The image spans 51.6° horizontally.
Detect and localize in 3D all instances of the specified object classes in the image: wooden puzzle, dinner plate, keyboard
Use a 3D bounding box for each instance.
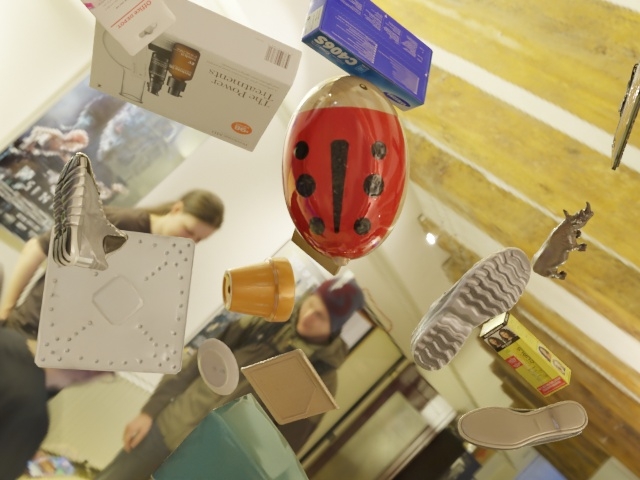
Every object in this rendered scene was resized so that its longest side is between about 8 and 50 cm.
[{"bbox_3d":[-0.088,0.425,1.928,0.221,0.238,0.044,59,32,-16],"label":"wooden puzzle"},{"bbox_3d":[-0.250,0.304,1.582,0.141,0.141,0.017,44,33,21],"label":"dinner plate"},{"bbox_3d":[0.800,-0.349,1.699,0.033,0.202,0.317,11,-40,13],"label":"keyboard"}]

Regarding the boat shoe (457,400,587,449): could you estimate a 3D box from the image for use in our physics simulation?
[{"bbox_3d":[0.505,0.477,1.673,0.096,0.335,0.112,95,-12,-55],"label":"boat shoe"}]

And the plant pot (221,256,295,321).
[{"bbox_3d":[-0.201,0.152,2.059,0.187,0.205,0.205,2,14,-23],"label":"plant pot"}]

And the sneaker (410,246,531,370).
[{"bbox_3d":[0.264,0.110,1.233,0.105,0.281,0.115,46,4,-14],"label":"sneaker"}]

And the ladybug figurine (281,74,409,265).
[{"bbox_3d":[0.053,-0.164,1.529,0.162,0.304,0.450,-13,101,-82],"label":"ladybug figurine"}]

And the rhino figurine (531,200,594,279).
[{"bbox_3d":[0.614,0.001,1.665,0.073,0.106,0.243,-114,-148,-44],"label":"rhino figurine"}]

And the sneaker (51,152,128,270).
[{"bbox_3d":[-0.420,-0.044,1.232,0.132,0.086,0.229,22,54,-43],"label":"sneaker"}]

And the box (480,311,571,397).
[{"bbox_3d":[0.516,0.286,1.668,0.232,0.087,0.058,43,37,-5],"label":"box"}]

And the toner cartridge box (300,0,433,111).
[{"bbox_3d":[0.120,-0.465,1.581,0.347,0.165,0.075,26,-22,-34],"label":"toner cartridge box"}]

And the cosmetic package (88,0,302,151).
[{"bbox_3d":[-0.262,-0.344,1.336,0.377,0.098,0.284,20,-24,-14],"label":"cosmetic package"}]

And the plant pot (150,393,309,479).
[{"bbox_3d":[-0.126,0.417,1.137,0.234,0.166,0.165,44,10,14],"label":"plant pot"}]

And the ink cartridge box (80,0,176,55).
[{"bbox_3d":[-0.328,-0.401,1.056,0.181,0.104,0.061,51,2,-39],"label":"ink cartridge box"}]

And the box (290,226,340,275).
[{"bbox_3d":[0.000,0.000,1.763,0.164,0.021,0.201,39,-27,9],"label":"box"}]

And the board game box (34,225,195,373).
[{"bbox_3d":[-0.569,0.167,1.861,0.389,0.390,0.050,7,-3,-18],"label":"board game box"}]
